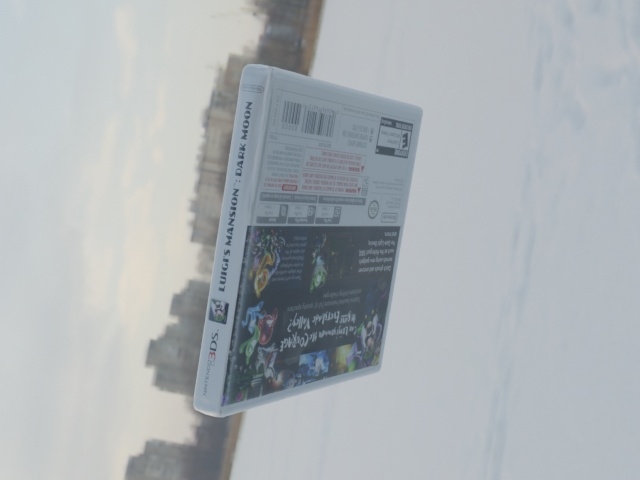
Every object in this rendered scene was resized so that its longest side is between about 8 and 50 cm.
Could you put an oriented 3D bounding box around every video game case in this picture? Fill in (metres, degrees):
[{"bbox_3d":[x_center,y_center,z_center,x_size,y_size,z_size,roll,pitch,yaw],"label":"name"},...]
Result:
[{"bbox_3d":[0.000,0.000,0.595,0.190,0.022,0.173,-1,-79,-63],"label":"video game case"}]
